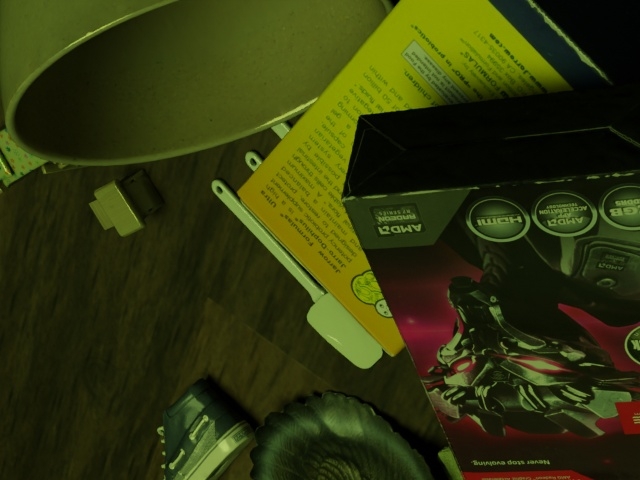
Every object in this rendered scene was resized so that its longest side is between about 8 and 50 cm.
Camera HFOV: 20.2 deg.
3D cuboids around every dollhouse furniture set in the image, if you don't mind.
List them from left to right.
[{"bbox_3d":[-0.282,-0.051,1.851,0.182,0.101,0.161,-24,102,44],"label":"dollhouse furniture set"}]

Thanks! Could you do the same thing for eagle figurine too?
[{"bbox_3d":[0.051,0.307,1.790,0.225,0.298,0.226,28,104,-25],"label":"eagle figurine"}]

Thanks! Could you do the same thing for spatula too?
[{"bbox_3d":[0.000,0.000,1.726,0.242,0.019,0.168,46,136,4],"label":"spatula"}]

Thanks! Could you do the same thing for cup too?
[{"bbox_3d":[-0.128,-0.237,1.497,0.331,0.331,0.237,-35,66,45],"label":"cup"}]

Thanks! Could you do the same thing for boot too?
[{"bbox_3d":[-0.147,0.229,1.965,0.086,0.069,0.190,49,128,10],"label":"boot"}]

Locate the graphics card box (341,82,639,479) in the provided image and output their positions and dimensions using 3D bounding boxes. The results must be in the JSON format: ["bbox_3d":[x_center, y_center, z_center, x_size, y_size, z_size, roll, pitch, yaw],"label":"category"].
[{"bbox_3d":[0.180,0.051,1.333,0.232,0.094,0.371,-4,136,19],"label":"graphics card box"}]

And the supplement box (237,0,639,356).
[{"bbox_3d":[0.128,-0.102,1.435,0.195,0.194,0.356,46,136,3],"label":"supplement box"}]

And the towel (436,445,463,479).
[{"bbox_3d":[0.185,0.233,1.730,0.148,0.027,0.110,-19,104,45],"label":"towel"}]
